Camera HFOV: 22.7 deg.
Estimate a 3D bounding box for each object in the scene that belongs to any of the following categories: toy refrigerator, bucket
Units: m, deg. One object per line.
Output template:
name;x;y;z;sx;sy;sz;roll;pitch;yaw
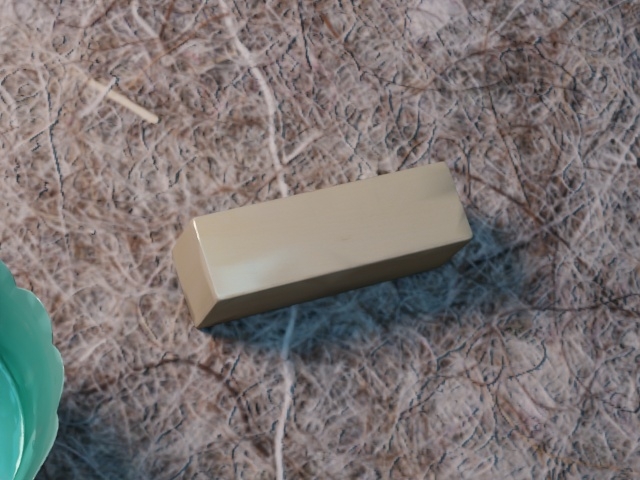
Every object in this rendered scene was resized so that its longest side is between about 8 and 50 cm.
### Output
toy refrigerator;0.000;0.000;1.556;0.269;0.102;0.094;-14;76;-21
bucket;-0.360;0.145;1.349;0.281;0.183;0.281;6;69;-15
